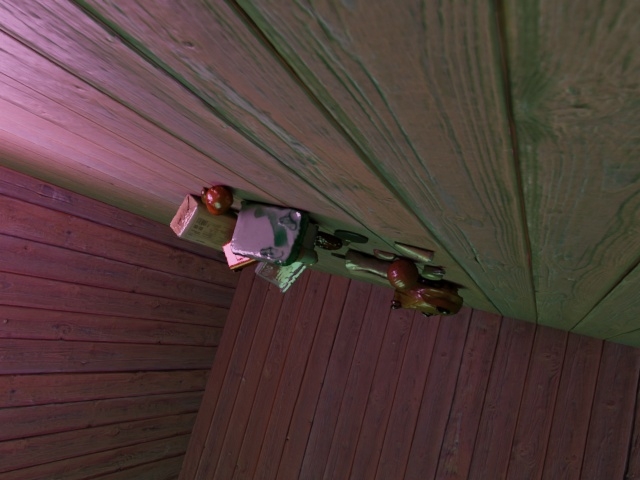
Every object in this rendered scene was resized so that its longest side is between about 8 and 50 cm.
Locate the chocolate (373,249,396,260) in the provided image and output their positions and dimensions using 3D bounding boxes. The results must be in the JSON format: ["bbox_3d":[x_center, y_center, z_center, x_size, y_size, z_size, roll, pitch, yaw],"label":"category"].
[{"bbox_3d":[0.267,0.064,1.695,0.100,0.031,0.064,15,168,15],"label":"chocolate"}]

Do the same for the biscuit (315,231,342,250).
[{"bbox_3d":[0.000,0.000,1.705,0.192,0.049,0.192,14,168,3],"label":"biscuit"}]

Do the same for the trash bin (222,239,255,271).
[{"bbox_3d":[-0.262,0.026,1.664,0.238,0.161,0.184,-24,172,19],"label":"trash bin"}]

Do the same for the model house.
[{"bbox_3d":[-0.117,0.002,1.469,0.267,0.194,0.325,11,174,28],"label":"model house"}]

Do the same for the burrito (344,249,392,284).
[{"bbox_3d":[0.247,0.128,1.928,0.299,0.105,0.143,17,162,-3],"label":"burrito"}]

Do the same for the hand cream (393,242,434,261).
[{"bbox_3d":[0.322,0.039,1.403,0.143,0.039,0.061,18,175,16],"label":"hand cream"}]

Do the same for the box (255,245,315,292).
[{"bbox_3d":[-0.171,0.086,1.872,0.182,0.175,0.312,28,136,-9],"label":"box"}]

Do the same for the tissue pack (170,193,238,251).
[{"bbox_3d":[-0.465,-0.069,1.656,0.234,0.159,0.125,23,-167,-46],"label":"tissue pack"}]

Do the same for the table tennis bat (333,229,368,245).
[{"bbox_3d":[0.111,-0.007,1.558,0.131,0.022,0.234,15,170,-2],"label":"table tennis bat"}]

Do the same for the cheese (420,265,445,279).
[{"bbox_3d":[0.478,0.136,1.720,0.092,0.048,0.171,11,172,13],"label":"cheese"}]

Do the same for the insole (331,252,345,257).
[{"bbox_3d":[0.205,0.111,2.206,0.309,0.012,0.110,12,171,20],"label":"insole"}]

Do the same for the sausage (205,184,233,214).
[{"bbox_3d":[-0.331,-0.128,1.322,0.089,0.089,0.179,17,170,-10],"label":"sausage"}]

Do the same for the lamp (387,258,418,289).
[{"bbox_3d":[0.346,0.141,1.704,0.136,0.136,0.136,15,172,2],"label":"lamp"}]

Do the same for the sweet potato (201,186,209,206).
[{"bbox_3d":[-0.396,-0.143,1.463,0.053,0.053,0.182,11,172,-6],"label":"sweet potato"}]

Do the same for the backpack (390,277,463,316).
[{"bbox_3d":[0.575,0.308,2.186,0.353,0.201,0.378,13,176,-10],"label":"backpack"}]
